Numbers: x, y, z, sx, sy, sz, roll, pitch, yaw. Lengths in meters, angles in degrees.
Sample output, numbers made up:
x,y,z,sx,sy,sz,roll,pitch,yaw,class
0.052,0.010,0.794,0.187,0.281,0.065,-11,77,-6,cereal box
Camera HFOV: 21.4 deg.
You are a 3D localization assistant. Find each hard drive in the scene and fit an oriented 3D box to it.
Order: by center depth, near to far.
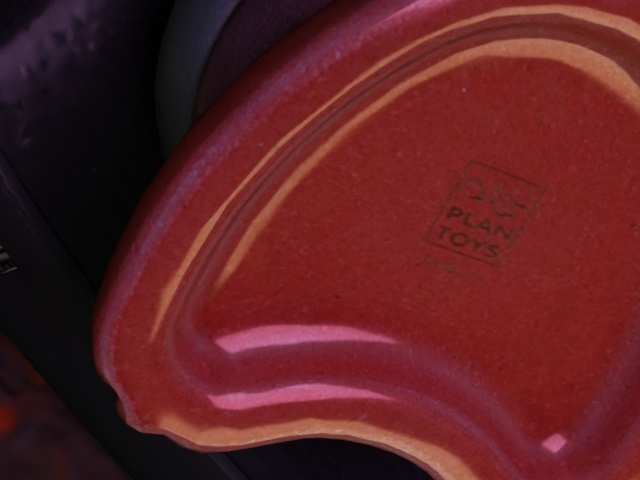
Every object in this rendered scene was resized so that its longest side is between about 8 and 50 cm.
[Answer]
x,y,z,sx,sy,sz,roll,pitch,yaw,class
0.000,0.000,0.504,0.172,0.054,0.254,-46,115,-18,hard drive

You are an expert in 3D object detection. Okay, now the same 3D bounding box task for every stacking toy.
x,y,z,sx,sy,sz,roll,pitch,yaw,class
0.053,0.053,0.478,0.309,0.130,0.279,29,108,-28,stacking toy
